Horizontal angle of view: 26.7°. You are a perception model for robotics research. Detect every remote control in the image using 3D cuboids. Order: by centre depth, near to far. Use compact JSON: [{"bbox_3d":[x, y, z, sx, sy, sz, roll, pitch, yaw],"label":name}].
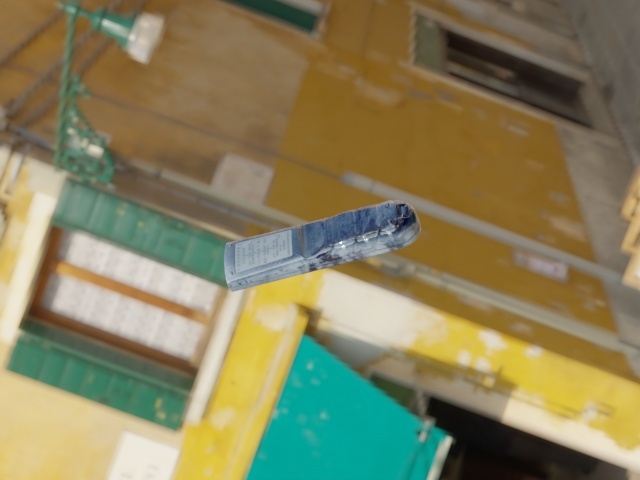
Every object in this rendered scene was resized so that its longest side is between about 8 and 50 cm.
[{"bbox_3d":[0.000,0.001,1.022,0.027,0.152,0.044,60,-162,-51],"label":"remote control"}]
